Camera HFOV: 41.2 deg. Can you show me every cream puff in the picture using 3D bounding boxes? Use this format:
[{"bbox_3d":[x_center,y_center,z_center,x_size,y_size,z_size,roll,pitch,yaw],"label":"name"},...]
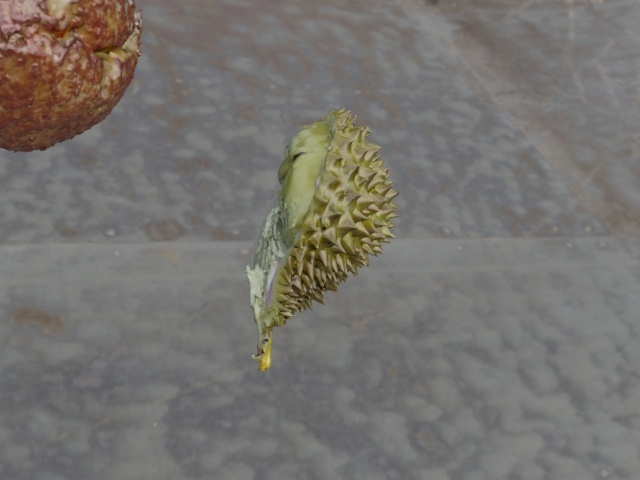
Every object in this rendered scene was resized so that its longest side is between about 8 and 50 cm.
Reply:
[{"bbox_3d":[-0.264,-0.202,0.805,0.163,0.240,0.240,-2,31,23],"label":"cream puff"}]

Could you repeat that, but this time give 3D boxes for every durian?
[{"bbox_3d":[0.000,0.000,0.628,0.102,0.146,0.208,24,71,-9],"label":"durian"}]
